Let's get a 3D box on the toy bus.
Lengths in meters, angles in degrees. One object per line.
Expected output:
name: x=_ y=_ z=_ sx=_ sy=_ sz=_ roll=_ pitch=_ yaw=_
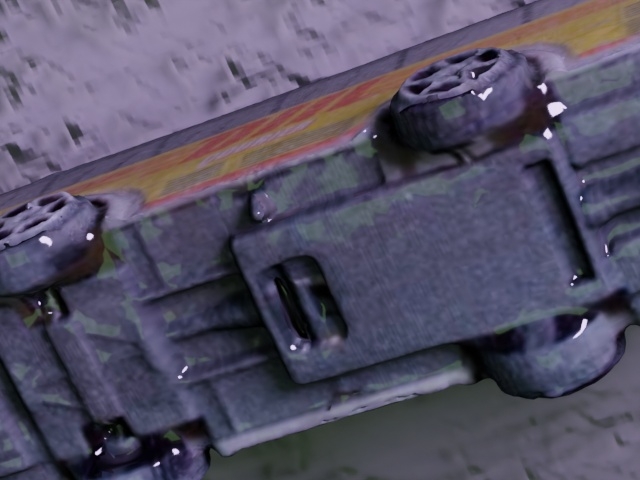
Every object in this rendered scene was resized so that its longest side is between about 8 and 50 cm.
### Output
toy bus: x=0.000 y=0.000 z=0.494 sx=0.268 sy=0.106 sz=0.092 roll=-19 pitch=109 yaw=16
